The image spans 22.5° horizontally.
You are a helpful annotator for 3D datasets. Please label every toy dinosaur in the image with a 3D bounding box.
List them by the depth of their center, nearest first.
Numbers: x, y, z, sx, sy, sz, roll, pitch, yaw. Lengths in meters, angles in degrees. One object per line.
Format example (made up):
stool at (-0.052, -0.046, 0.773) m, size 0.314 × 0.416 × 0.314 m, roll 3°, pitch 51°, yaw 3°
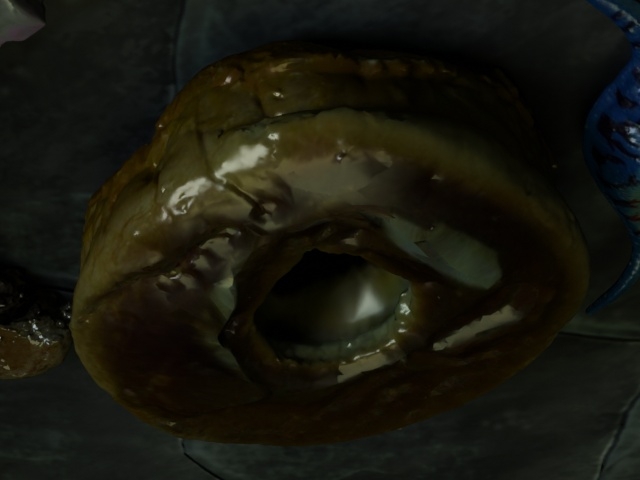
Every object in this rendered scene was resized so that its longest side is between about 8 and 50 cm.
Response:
toy dinosaur at (0.223, -0.064, 1.007) m, size 0.144 × 0.076 × 0.329 m, roll -2°, pitch 136°, yaw 15°

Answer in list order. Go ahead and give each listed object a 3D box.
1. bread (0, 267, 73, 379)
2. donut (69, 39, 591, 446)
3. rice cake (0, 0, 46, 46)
bread at (-0.238, 0.058, 1.175) m, size 0.113 × 0.060 × 0.082 m, roll 25°, pitch 133°, yaw -21°
donut at (0.000, 0.000, 1.042) m, size 0.330 × 0.160 × 0.330 m, roll -7°, pitch 144°, yaw -5°
rice cake at (-0.293, -0.107, 0.998) m, size 0.298 × 0.050 × 0.106 m, roll -29°, pitch 130°, yaw 30°
